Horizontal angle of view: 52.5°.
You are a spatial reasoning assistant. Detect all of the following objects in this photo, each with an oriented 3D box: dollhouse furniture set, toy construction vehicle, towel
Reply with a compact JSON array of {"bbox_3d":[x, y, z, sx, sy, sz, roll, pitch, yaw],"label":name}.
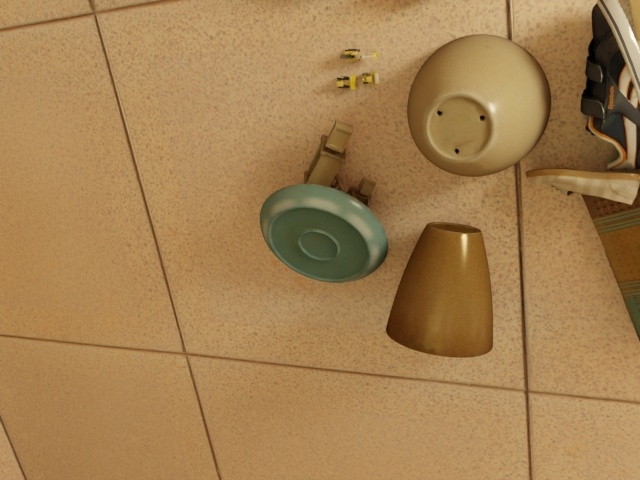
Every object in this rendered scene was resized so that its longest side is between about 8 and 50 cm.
[{"bbox_3d":[0.069,-0.178,1.473,0.161,0.101,0.182,20,123,-13],"label":"dollhouse furniture set"},{"bbox_3d":[0.076,-0.365,1.392,0.098,0.035,0.085,8,116,22],"label":"toy construction vehicle"},{"bbox_3d":[0.698,0.034,1.255,0.271,0.040,0.370,-16,105,45],"label":"towel"}]

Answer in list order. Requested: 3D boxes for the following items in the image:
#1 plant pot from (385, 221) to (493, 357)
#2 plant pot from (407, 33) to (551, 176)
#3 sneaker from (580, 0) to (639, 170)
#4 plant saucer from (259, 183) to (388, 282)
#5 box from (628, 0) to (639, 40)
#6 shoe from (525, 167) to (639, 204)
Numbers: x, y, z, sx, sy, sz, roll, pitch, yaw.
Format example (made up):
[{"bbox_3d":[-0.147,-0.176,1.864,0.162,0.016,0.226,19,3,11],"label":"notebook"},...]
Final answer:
[{"bbox_3d":[0.276,0.095,1.422,0.237,0.237,0.254,11,104,21],"label":"plant pot"},{"bbox_3d":[0.289,-0.240,1.259,0.284,0.191,0.284,10,118,20],"label":"plant pot"},{"bbox_3d":[0.526,-0.269,1.171,0.127,0.126,0.321,-20,106,25],"label":"sneaker"},{"bbox_3d":[0.000,0.000,1.531,0.318,0.043,0.317,12,138,11],"label":"plant saucer"},{"bbox_3d":[0.627,-0.452,1.100,0.201,0.021,0.164,-12,108,30],"label":"box"},{"bbox_3d":[0.502,-0.108,1.262,0.219,0.077,0.058,11,101,41],"label":"shoe"}]
